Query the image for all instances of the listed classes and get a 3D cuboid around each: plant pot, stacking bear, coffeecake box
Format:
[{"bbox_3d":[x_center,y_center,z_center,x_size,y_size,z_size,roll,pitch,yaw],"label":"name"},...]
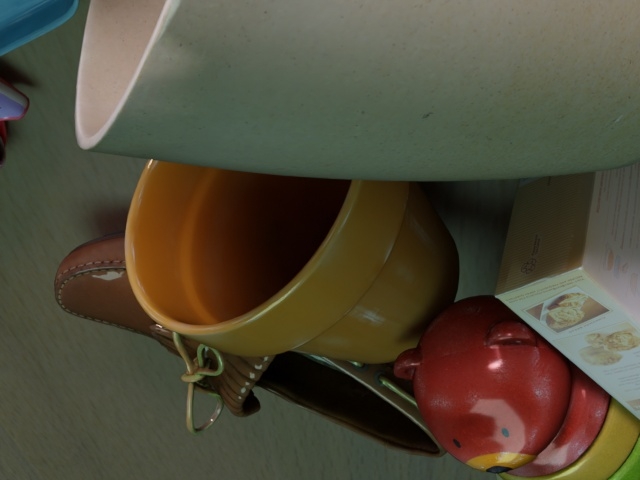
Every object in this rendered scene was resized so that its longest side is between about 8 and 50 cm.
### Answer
[{"bbox_3d":[0.000,0.000,0.689,0.205,0.205,0.188,-13,149,35],"label":"plant pot"},{"bbox_3d":[0.177,0.128,0.728,0.175,0.164,0.289,-15,150,38],"label":"stacking bear"},{"bbox_3d":[0.211,0.023,0.652,0.185,0.142,0.068,39,140,-25],"label":"coffeecake box"},{"bbox_3d":[0.052,-0.133,0.469,0.274,0.257,0.256,14,147,-22],"label":"plant pot"}]

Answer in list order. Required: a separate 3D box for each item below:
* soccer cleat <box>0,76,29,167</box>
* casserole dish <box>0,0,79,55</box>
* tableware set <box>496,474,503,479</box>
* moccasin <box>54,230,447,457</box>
[{"bbox_3d":[-0.318,-0.065,0.827,0.095,0.083,0.248,23,141,-14],"label":"soccer cleat"},{"bbox_3d":[-0.240,-0.187,0.667,0.188,0.037,0.114,-13,134,37],"label":"casserole dish"},{"bbox_3d":[0.265,0.220,0.973,0.194,0.039,0.128,-24,117,39],"label":"tableware set"},{"bbox_3d":[-0.057,0.098,0.863,0.380,0.147,0.139,22,144,-5],"label":"moccasin"}]
